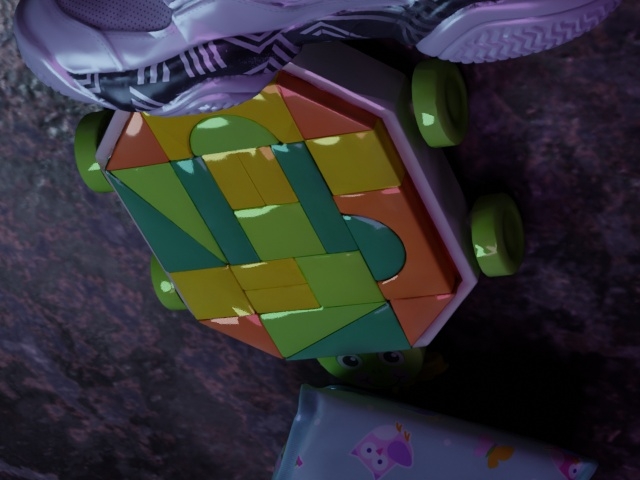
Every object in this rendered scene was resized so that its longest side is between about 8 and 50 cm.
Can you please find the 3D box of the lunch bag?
[{"bbox_3d":[0.073,0.202,1.389,0.223,0.160,0.262,15,171,4],"label":"lunch bag"}]

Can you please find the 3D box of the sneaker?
[{"bbox_3d":[-0.023,-0.196,1.033,0.366,0.137,0.210,-6,132,18],"label":"sneaker"}]

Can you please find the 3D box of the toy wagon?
[{"bbox_3d":[0.000,0.000,1.273,0.267,0.068,0.344,-7,132,26],"label":"toy wagon"}]
